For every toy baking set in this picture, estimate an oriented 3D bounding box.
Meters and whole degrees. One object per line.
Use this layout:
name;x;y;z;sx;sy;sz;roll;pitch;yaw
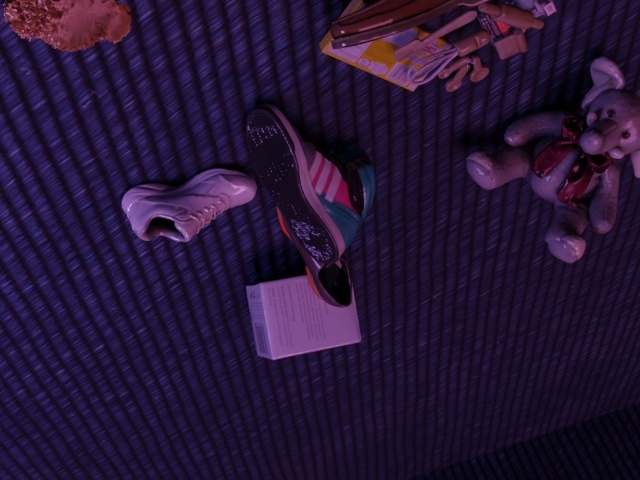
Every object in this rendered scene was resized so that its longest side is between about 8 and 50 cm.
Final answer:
toy baking set;0.244;-0.310;1.440;0.256;0.030;0.197;4;143;-47

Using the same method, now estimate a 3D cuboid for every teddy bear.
teddy bear;-0.319;-0.398;1.062;0.245;0.113;0.338;-27;136;-4

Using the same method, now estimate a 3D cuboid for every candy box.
candy box;0.106;-0.312;1.422;0.205;0.027;0.105;15;127;-39

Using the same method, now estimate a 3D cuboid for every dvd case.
dvd case;0.324;-0.374;1.465;0.119;0.013;0.087;-31;142;15

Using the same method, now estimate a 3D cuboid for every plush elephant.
plush elephant;0.488;-0.167;1.607;0.330;0.272;0.255;-34;167;-33

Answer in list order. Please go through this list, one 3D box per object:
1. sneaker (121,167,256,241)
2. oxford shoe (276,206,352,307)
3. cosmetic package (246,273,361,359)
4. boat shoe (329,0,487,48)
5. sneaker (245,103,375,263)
sneaker;-0.215;-0.047;1.520;0.232;0.115;0.090;-15;143;-9
oxford shoe;0.000;0.000;1.626;0.096;0.098;0.271;-29;112;-10
cosmetic package;-0.036;0.145;1.774;0.183;0.152;0.151;-10;179;-17
boat shoe;0.144;-0.373;1.308;0.307;0.110;0.105;-23;106;-11
sneaker;0.000;-0.129;1.528;0.123;0.178;0.296;-4;120;43
